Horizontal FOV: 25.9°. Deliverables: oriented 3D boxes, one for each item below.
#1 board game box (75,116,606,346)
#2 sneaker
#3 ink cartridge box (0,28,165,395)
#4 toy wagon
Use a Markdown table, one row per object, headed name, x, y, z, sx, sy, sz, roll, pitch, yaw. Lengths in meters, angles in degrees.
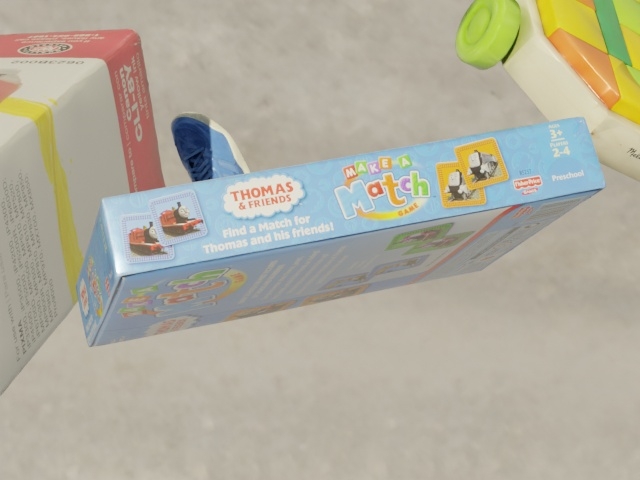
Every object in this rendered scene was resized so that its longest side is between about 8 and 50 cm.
| name | x | y | z | sx | sy | sz | roll | pitch | yaw |
| --- | --- | --- | --- | --- | --- | --- | --- | --- | --- |
| board game box | 0.000 | 0.000 | 0.639 | 0.211 | 0.160 | 0.039 | -11 | 79 | -16 |
| sneaker | -0.114 | -0.058 | 1.440 | 0.058 | 0.084 | 0.152 | -26 | 104 | 33 |
| ink cartridge box | -0.309 | -0.032 | 1.041 | 0.279 | 0.385 | 0.160 | 0 | 113 | 11 |
| toy wagon | 0.218 | -0.185 | 1.108 | 0.267 | 0.344 | 0.068 | 22 | 132 | -27 |
